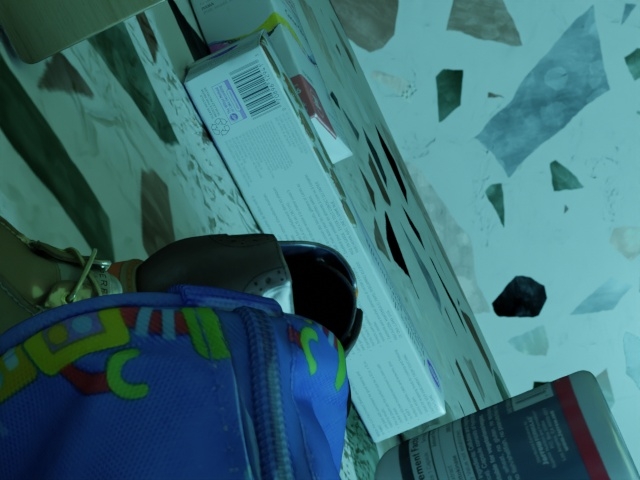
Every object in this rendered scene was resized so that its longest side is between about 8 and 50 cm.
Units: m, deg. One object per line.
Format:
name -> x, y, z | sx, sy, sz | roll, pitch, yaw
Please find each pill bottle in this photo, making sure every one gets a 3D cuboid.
pill bottle -> 0.090, 0.154, 0.727 | 0.108, 0.180, 0.108 | 62, 10, -20

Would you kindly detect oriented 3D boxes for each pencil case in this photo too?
pencil case -> -0.012, 0.153, 0.331 | 0.119, 0.133, 0.306 | 10, 48, -38

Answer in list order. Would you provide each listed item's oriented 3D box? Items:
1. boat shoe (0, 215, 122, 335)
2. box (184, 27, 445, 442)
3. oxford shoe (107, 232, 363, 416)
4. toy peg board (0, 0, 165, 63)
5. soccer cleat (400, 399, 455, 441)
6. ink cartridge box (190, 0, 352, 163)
boat shoe -> -0.091, 0.024, 0.463 | 0.135, 0.045, 0.050 | 56, 13, -46
box -> 0.000, 0.000, 0.973 | 0.324, 0.067, 0.063 | 62, 10, -18
oxford shoe -> -0.015, 0.058, 0.635 | 0.097, 0.098, 0.271 | 69, 10, 16
toy peg board -> -0.106, -0.191, 0.621 | 0.161, 0.161, 0.079 | 64, -6, -11
soccer cleat -> 0.107, 0.199, 1.073 | 0.196, 0.068, 0.076 | -102, 168, -62
ink cartridge box -> -0.048, -0.160, 1.091 | 0.198, 0.067, 0.115 | 69, 10, 18
